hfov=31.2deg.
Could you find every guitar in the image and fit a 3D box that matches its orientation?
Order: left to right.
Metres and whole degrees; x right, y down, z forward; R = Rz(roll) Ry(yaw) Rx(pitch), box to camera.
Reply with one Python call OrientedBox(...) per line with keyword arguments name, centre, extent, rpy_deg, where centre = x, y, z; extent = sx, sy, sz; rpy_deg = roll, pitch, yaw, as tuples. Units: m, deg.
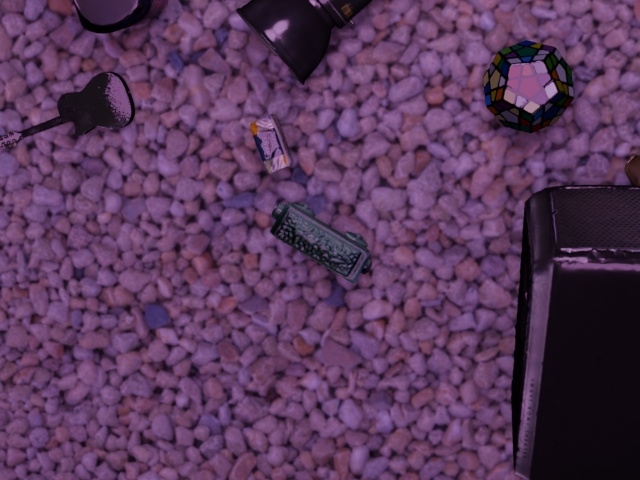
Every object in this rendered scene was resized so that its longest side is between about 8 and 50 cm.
OrientedBox(name="guitar", centre=(-0.400, -0.189, 1.776), extent=(0.233, 0.025, 0.088), rpy_deg=(-18, 97, 9))

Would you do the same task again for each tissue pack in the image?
OrientedBox(name="tissue pack", centre=(-0.073, -0.145, 1.722), extent=(0.042, 0.062, 0.083), rpy_deg=(-20, 96, 6))

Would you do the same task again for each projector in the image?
OrientedBox(name="projector", centre=(0.475, 0.138, 1.564), extent=(0.405, 0.242, 0.395), rpy_deg=(2, 118, 7))

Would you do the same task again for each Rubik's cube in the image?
OrientedBox(name="Rubik's cube", centre=(0.297, -0.220, 1.638), extent=(0.133, 0.133, 0.112), rpy_deg=(-42, 65, 11))

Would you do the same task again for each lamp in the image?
OrientedBox(name="lamp", centre=(0.005, -0.359, 1.654), extent=(0.227, 0.147, 0.172), rpy_deg=(-43, 68, 3))

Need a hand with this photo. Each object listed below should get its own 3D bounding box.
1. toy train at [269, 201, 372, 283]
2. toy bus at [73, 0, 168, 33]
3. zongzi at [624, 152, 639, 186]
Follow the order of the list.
OrientedBox(name="toy train", centre=(0.000, 0.000, 1.717), extent=(0.172, 0.099, 0.070), rpy_deg=(31, 99, 1))
OrientedBox(name="toy bus", centre=(-0.315, -0.456, 1.660), extent=(0.128, 0.147, 0.302), rpy_deg=(-15, 98, 17))
OrientedBox(name="zongzi", centre=(0.594, -0.085, 1.627), extent=(0.228, 0.115, 0.256), rpy_deg=(-43, 99, 8))
